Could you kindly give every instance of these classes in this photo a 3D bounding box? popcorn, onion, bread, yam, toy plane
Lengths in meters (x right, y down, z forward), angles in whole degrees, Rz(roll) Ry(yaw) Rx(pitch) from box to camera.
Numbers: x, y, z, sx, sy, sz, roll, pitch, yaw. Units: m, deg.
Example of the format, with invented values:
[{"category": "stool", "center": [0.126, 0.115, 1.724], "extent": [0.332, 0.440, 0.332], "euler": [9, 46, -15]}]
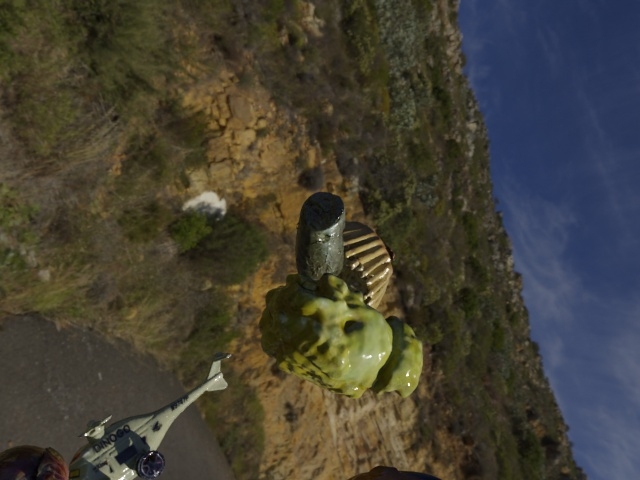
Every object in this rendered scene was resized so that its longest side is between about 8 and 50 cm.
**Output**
[{"category": "popcorn", "center": [0.020, 0.174, 0.889], "extent": [0.225, 0.286, 0.174], "euler": [-19, -134, 57]}, {"category": "onion", "center": [-0.531, 0.492, 0.901], "extent": [0.246, 0.190, 0.246], "euler": [-177, -90, -73]}, {"category": "bread", "center": [0.052, 0.078, 1.212], "extent": [0.274, 0.149, 0.274], "euler": [36, -44, 43]}, {"category": "yam", "center": [0.000, 0.000, 0.996], "extent": [0.183, 0.107, 0.107], "euler": [93, -23, -43]}, {"category": "toy plane", "center": [-0.239, 0.262, 0.717], "extent": [0.092, 0.286, 0.108], "euler": [-26, -86, 54]}]

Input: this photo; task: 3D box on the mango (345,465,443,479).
[{"category": "mango", "center": [0.162, 0.609, 1.114], "extent": [0.201, 0.287, 0.153], "euler": [-72, 172, -45]}]
